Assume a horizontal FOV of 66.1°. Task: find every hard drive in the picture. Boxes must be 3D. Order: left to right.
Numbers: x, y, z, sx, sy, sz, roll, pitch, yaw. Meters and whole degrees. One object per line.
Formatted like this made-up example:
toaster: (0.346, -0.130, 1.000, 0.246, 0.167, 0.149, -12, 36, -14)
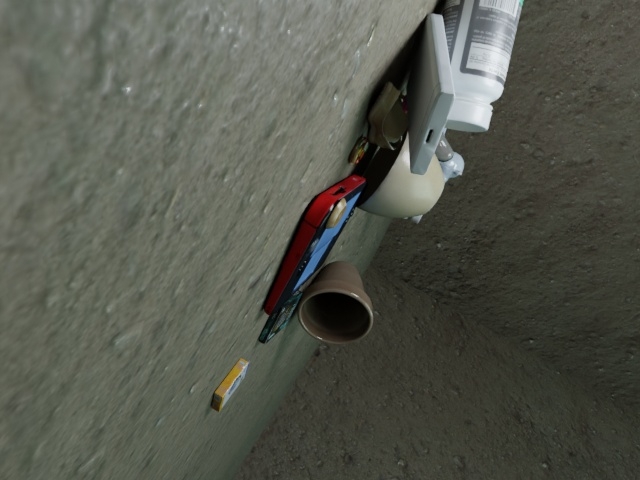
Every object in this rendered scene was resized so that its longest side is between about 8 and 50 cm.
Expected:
hard drive: (0.265, -0.368, 1.225, 0.233, 0.047, 0.353, 101, -3, -50)

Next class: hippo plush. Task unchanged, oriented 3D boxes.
hippo plush: (0.497, -0.367, 2.093, 0.294, 0.236, 0.234, -41, -164, 27)

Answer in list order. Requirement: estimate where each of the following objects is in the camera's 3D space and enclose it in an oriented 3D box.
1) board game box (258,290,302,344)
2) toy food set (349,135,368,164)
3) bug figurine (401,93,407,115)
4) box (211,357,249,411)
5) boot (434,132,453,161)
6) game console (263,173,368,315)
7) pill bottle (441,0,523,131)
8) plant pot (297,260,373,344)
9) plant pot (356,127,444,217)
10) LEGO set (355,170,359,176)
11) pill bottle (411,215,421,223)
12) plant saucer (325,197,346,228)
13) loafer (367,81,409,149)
board game box: (-0.115, 0.220, 1.443, 0.126, 0.026, 0.186, -63, 170, 13)
toy food set: (0.101, -0.233, 1.281, 0.083, 0.020, 0.083, -61, 170, -4)
bug figurine: (0.294, -0.437, 1.543, 0.216, 0.072, 0.279, -61, 169, -7)
box: (-0.230, 0.367, 1.273, 0.136, 0.028, 0.081, -54, 168, -47)
boot: (0.419, -0.412, 1.850, 0.083, 0.247, 0.161, -33, 174, 4)
game console: (0.000, 0.000, 1.317, 0.342, 0.060, 0.386, -66, 169, 24)
pill bottle: (0.407, -0.492, 1.334, 0.204, 0.204, 0.362, -18, 120, -76)
plant pot: (0.064, 0.199, 1.747, 0.229, 0.262, 0.263, -76, -174, -54)
plant pot: (0.256, -0.179, 1.476, 0.284, 0.190, 0.284, -58, -168, 20)
LEGO set: (0.108, -0.178, 1.465, 0.054, 0.023, 0.083, -63, 170, 10)
pill bottle: (0.354, -0.170, 2.164, 0.121, 0.221, 0.121, -58, 170, -16)
plant saucer: (0.040, -0.059, 1.141, 0.083, 0.015, 0.083, -57, 171, -14)
loafer: (0.180, -0.310, 1.255, 0.102, 0.092, 0.268, -61, 171, -6)
